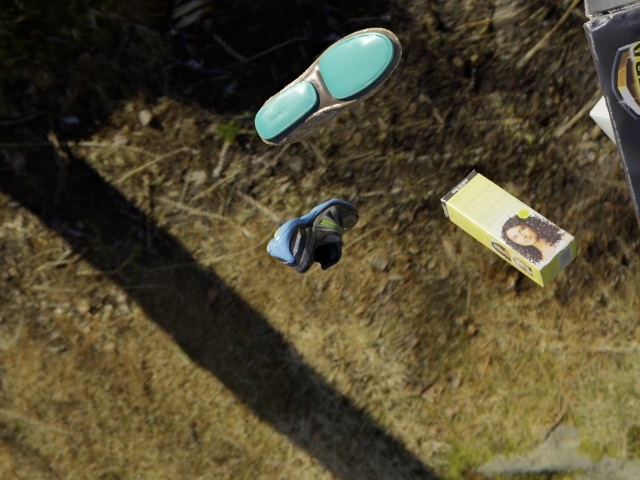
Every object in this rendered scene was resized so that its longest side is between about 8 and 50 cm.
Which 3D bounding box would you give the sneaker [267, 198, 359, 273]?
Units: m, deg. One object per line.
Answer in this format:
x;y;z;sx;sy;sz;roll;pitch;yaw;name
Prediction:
0.000;0.000;1.238;0.078;0.188;0.067;44;121;8;sneaker

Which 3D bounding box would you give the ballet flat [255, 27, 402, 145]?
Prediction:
0.016;-0.170;1.048;0.206;0.067;0.073;-26;78;33;ballet flat

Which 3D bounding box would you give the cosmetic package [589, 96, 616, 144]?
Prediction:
0.485;-0.083;0.974;0.385;0.156;0.217;37;90;-28;cosmetic package

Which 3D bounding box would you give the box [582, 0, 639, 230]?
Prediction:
0.234;-0.092;0.642;0.073;0.295;0.293;-14;124;20;box

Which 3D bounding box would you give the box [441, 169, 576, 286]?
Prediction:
0.316;-0.024;1.593;0.232;0.087;0.058;39;165;37;box
